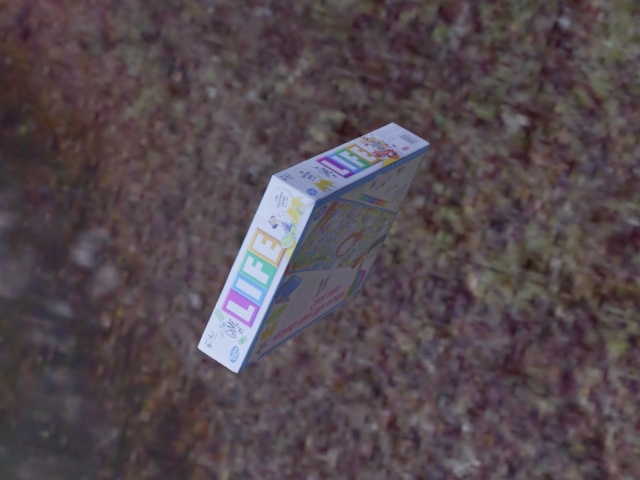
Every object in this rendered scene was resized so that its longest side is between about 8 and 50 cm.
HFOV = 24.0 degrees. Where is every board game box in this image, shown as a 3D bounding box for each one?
[{"bbox_3d":[0.000,0.000,0.797,0.154,0.026,0.103,-29,-34,-62],"label":"board game box"}]
